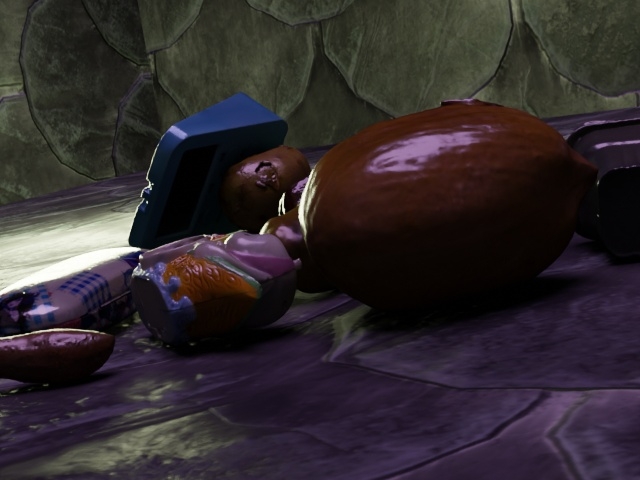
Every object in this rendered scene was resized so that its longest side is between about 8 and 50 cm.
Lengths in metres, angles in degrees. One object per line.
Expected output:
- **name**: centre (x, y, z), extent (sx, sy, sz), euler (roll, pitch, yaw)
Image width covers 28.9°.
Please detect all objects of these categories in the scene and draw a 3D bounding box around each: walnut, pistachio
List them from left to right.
- **pistachio**: centre (0.003, 0.002, 1.389), extent (0.100, 0.110, 0.189), euler (-41, -3, 41)
- **walnut**: centre (0.128, -0.030, 1.195), extent (0.297, 0.203, 0.203), euler (-9, 8, -8)

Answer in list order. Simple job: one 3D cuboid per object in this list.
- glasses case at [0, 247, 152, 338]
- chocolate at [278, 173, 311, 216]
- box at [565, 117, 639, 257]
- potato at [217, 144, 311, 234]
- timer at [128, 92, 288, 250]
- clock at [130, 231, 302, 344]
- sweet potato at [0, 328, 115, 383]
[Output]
- **glasses case**: centre (-0.266, 0.062, 1.369), extent (0.125, 0.076, 0.327), euler (-5, 9, 15)
- **chocolate**: centre (-0.005, -0.013, 1.507), extent (0.080, 0.125, 0.148), euler (-28, 17, -14)
- **box**: centre (0.394, -0.061, 1.308), extent (0.274, 0.138, 0.178), euler (-8, 12, 12)
- **potato**: centre (-0.076, -0.076, 1.912), extent (0.137, 0.137, 0.176), euler (-2, 19, 43)
- **timer**: centre (-0.178, -0.093, 1.929), extent (0.091, 0.232, 0.250), euler (35, 35, 17)
- **clock**: centre (-0.101, 0.043, 1.225), extent (0.144, 0.103, 0.231), euler (-21, 10, -20)
- **sweet potato**: centre (-0.294, 0.106, 1.129), extent (0.214, 0.050, 0.050), euler (-2, 8, 3)
